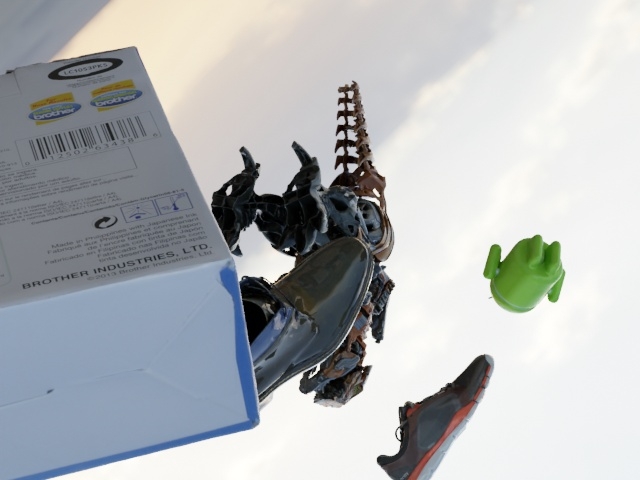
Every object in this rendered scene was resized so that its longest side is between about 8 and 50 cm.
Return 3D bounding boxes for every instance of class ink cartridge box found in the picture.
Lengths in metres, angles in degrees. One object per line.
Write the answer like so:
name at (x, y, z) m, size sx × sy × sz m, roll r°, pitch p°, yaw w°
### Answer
ink cartridge box at (-0.223, -0.002, 1.403) m, size 0.270 × 0.151 × 0.395 m, roll -12°, pitch -145°, yaw -11°

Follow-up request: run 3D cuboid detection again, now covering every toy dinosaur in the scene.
toy dinosaur at (0.000, 0.000, 1.998) m, size 0.164 × 0.218 × 0.322 m, roll -29°, pitch -125°, yaw 30°

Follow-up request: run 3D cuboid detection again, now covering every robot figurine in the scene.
robot figurine at (0.245, 0.043, 2.331) m, size 0.115 × 0.101 × 0.067 m, roll 122°, pitch -20°, yaw -45°

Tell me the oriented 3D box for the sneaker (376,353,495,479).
sneaker at (0.108, 0.164, 1.855) m, size 0.158 × 0.065 × 0.061 m, roll -54°, pitch 171°, yaw -18°

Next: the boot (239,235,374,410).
boot at (-0.028, 0.062, 1.660) m, size 0.219 × 0.082 × 0.106 m, roll -48°, pitch 162°, yaw -21°
